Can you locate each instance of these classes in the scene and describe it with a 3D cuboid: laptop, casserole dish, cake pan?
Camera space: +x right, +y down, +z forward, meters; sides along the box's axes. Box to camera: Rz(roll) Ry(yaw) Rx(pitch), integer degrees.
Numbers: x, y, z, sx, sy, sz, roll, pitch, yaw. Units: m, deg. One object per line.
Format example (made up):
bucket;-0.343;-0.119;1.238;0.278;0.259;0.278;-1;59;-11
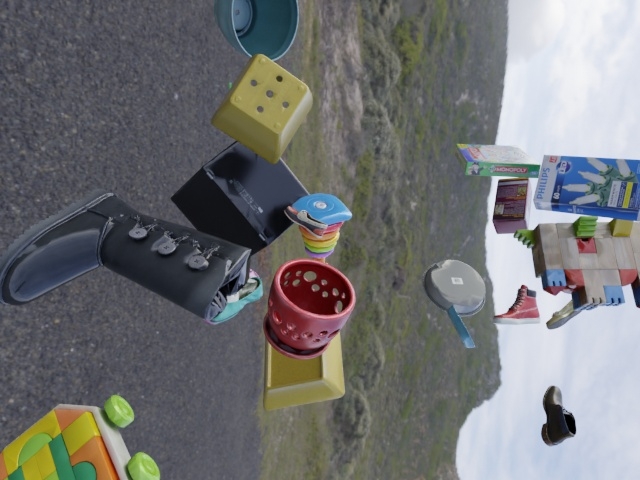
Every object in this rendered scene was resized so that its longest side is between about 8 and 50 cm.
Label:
laptop;-0.311;-0.158;1.752;0.408;0.382;0.236;-42;-168;-14
casserole dish;0.543;0.339;1.710;0.114;0.037;0.188;55;12;-40
cake pan;0.606;0.200;1.967;0.054;0.293;0.293;104;2;-48

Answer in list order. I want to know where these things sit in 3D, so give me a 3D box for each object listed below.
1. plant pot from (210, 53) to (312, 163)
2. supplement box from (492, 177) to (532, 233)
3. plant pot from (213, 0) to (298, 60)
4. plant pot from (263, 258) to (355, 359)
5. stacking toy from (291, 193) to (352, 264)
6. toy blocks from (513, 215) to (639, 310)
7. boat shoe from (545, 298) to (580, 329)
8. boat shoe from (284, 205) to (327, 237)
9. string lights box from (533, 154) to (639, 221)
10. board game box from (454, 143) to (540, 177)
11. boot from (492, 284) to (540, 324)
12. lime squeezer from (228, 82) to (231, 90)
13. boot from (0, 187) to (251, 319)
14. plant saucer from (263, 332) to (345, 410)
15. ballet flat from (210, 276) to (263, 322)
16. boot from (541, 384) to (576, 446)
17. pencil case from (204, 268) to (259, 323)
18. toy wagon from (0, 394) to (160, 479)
plant pot;-0.142;-0.353;1.137;0.212;0.212;0.187;-59;-169;-5
supplement box;0.655;-0.119;1.495;0.081;0.104;0.188;51;49;-42
plant pot;-0.248;-0.794;1.537;0.293;0.196;0.293;-29;133;-37
plant pot;-0.032;0.165;1.016;0.191;0.191;0.174;-68;177;-55
stacking toy;0.000;0.000;1.546;0.166;0.175;0.302;51;-31;46
toy blocks;0.786;0.084;1.272;0.191;0.381;0.261;70;20;-68
boat shoe;0.831;0.251;1.506;0.048;0.153;0.056;54;-4;45
boat shoe;-0.042;-0.061;1.247;0.043;0.137;0.049;-61;164;25
string lights box;0.688;-0.133;1.096;0.077;0.259;0.133;28;76;-55
board game box;0.574;-0.271;1.461;0.317;0.213;0.046;-66;159;-66
boot;0.865;0.287;1.953;0.088;0.244;0.176;161;-73;-68
lime squeezer;-0.388;-0.627;2.164;0.110;0.310;0.059;-40;179;28
boot;-0.430;0.079;1.005;0.367;0.445;0.146;-59;171;-38
plant saucer;-0.086;0.454;1.693;0.081;0.333;0.333;56;24;-48
ballet flat;-0.257;0.165;1.328;0.247;0.083;0.087;-28;125;-62
boot;0.806;0.573;1.461;0.219;0.082;0.106;-61;-177;-39
pencil case;-0.337;0.196;1.578;0.284;0.124;0.124;-39;-158;39
toy wagon;-0.378;0.418;0.664;0.267;0.344;0.068;-40;144;-10
